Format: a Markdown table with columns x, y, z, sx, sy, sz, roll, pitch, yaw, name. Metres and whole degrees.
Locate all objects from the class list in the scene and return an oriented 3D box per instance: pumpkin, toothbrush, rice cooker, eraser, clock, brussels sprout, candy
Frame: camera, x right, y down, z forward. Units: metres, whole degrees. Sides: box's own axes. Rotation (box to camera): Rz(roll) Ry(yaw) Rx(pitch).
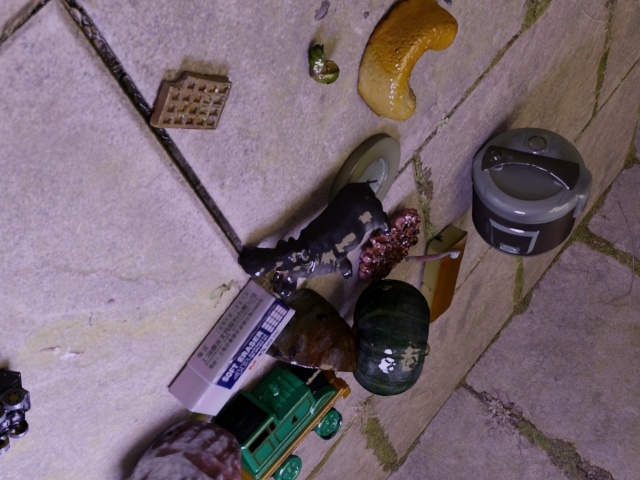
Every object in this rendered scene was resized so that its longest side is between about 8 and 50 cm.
| x | y | z | sx | sy | sz | roll | pitch | yaw | name |
| --- | --- | --- | --- | --- | --- | --- | --- | --- | --- |
| 0.183 | 0.248 | 1.907 | 0.300 | 0.207 | 0.300 | 8 | 90 | -89 | pumpkin |
| 0.325 | 0.047 | 2.118 | 0.286 | 0.020 | 0.025 | -5 | 121 | -50 | toothbrush |
| 0.606 | -0.140 | 2.169 | 0.335 | 0.335 | 0.325 | -46 | 154 | -18 | rice cooker |
| -0.180 | 0.229 | 1.547 | 0.287 | 0.086 | 0.130 | -53 | 154 | -5 | eraser |
| 0.016 | 0.215 | 1.741 | 0.312 | 0.148 | 0.169 | 21 | 85 | -55 | pumpkin |
| 0.102 | -0.133 | 1.679 | 0.235 | 0.029 | 0.235 | -42 | 151 | -30 | clock |
| 0.000 | -0.308 | 1.299 | 0.051 | 0.046 | 0.083 | -50 | 143 | -3 | brussels sprout |
| -0.278 | 0.501 | 1.530 | 0.289 | 0.214 | 0.157 | -61 | 164 | -53 | candy |

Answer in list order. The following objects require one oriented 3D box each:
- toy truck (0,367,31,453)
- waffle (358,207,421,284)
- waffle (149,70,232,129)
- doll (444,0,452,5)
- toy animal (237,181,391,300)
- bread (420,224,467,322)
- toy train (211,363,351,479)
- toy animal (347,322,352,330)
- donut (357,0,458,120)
| x | y | z | sx | sy | sz | roll | pitch | yaw | name |
| --- | --- | --- | --- | --- | --- | --- | --- | --- | --- |
| -0.503 | 0.269 | 1.059 | 0.192 | 0.092 | 0.083 | -39 | 151 | -45 | toy truck |
| 0.184 | 0.016 | 1.952 | 0.234 | 0.055 | 0.221 | -46 | 155 | -11 | waffle |
| -0.192 | -0.208 | 1.110 | 0.135 | 0.021 | 0.092 | -8 | 129 | -57 | waffle |
| 0.314 | -0.579 | 1.478 | 0.227 | 0.075 | 0.102 | -50 | 146 | 16 | doll |
| 0.001 | 0.016 | 1.525 | 0.343 | 0.106 | 0.168 | -35 | 123 | -23 | toy animal |
| 0.382 | 0.117 | 2.364 | 0.138 | 0.077 | 0.361 | -39 | 149 | -31 | bread |
| -0.104 | 0.432 | 1.824 | 0.429 | 0.178 | 0.249 | -45 | 139 | -22 | toy train |
| 0.066 | 0.263 | 2.013 | 0.083 | 0.081 | 0.060 | -46 | 162 | 23 | toy animal |
| 0.155 | -0.356 | 1.450 | 0.152 | 0.101 | 0.259 | 1 | 124 | -53 | donut |
